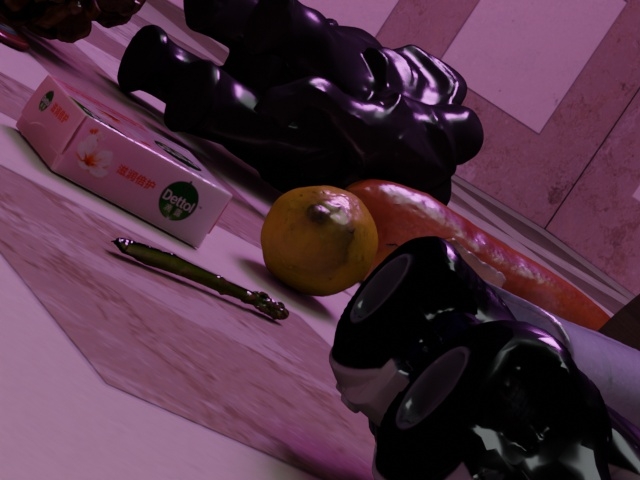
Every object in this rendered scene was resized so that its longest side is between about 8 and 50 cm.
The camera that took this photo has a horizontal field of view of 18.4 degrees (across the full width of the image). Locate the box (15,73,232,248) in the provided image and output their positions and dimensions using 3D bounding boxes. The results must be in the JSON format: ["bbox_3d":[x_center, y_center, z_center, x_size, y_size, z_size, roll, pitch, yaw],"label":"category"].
[{"bbox_3d":[-0.129,-0.052,1.296,0.125,0.043,0.089,29,8,-34],"label":"box"}]

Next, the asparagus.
[{"bbox_3d":[-0.069,0.023,1.171,0.013,0.016,0.166,-13,-23,33],"label":"asparagus"}]

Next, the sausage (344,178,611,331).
[{"bbox_3d":[0.135,0.038,1.733,0.300,0.089,0.083,31,0,-18],"label":"sausage"}]

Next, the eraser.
[{"bbox_3d":[0.149,0.085,1.425,0.174,0.081,0.227,22,-1,31],"label":"eraser"}]

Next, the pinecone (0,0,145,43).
[{"bbox_3d":[-0.243,-0.295,1.798,0.243,0.243,0.257,16,53,-69],"label":"pinecone"}]

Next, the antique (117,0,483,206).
[{"bbox_3d":[-0.009,-0.130,1.817,0.255,0.185,0.322,29,1,-29],"label":"antique"}]

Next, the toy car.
[{"bbox_3d":[0.092,0.108,0.876,0.193,0.118,0.301,41,4,-15],"label":"toy car"}]

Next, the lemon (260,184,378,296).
[{"bbox_3d":[0.000,0.000,1.387,0.082,0.082,0.110,35,2,11],"label":"lemon"}]

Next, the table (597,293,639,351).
[{"bbox_3d":[0.411,0.148,1.561,0.317,0.317,0.249,39,-6,40],"label":"table"}]

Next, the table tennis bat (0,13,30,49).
[{"bbox_3d":[-0.307,-0.207,1.707,0.154,0.019,0.098,42,11,38],"label":"table tennis bat"}]

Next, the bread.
[{"bbox_3d":[0.090,0.026,1.628,0.084,0.080,0.109,32,8,-30],"label":"bread"}]
